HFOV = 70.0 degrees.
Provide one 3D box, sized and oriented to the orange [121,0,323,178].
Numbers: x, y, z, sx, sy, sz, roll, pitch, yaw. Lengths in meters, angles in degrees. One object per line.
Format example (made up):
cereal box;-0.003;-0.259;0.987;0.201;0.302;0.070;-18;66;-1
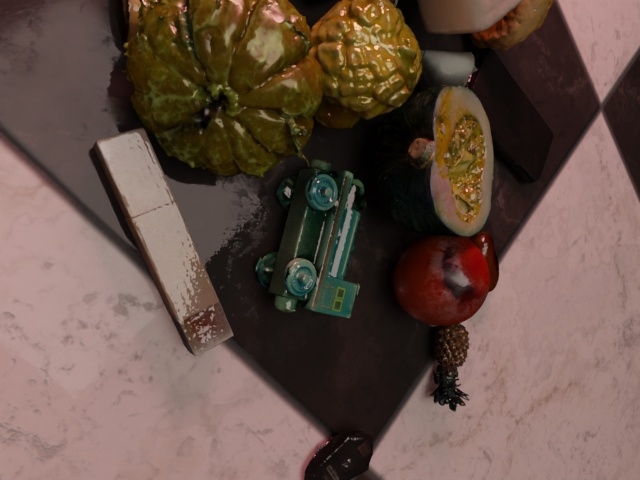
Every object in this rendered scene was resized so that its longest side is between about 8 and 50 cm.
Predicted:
orange;-0.146;-0.242;0.716;0.301;0.223;0.300;-14;116;8

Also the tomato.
tomato;0.267;0.082;1.001;0.208;0.184;0.208;6;64;-13

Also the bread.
bread;0.439;-0.569;1.066;0.134;0.244;0.244;-14;100;-22

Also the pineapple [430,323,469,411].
pineapple;0.316;0.293;1.104;0.083;0.103;0.221;4;89;-32

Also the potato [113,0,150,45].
potato;-0.270;-0.363;0.735;0.103;0.066;0.096;-15;104;-32

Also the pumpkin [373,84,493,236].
pumpkin;0.212;-0.157;0.950;0.263;0.197;0.293;9;84;-46

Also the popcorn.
popcorn;0.070;-0.320;0.847;0.237;0.251;0.206;-44;99;-8

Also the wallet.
wallet;0.507;-0.317;1.219;0.377;0.051;0.197;35;72;-29

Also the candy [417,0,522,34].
candy;0.253;-0.563;0.781;0.208;0.145;0.359;-36;127;-13

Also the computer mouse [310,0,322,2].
computer mouse;0.046;-0.559;0.806;0.100;0.269;0.170;43;72;13

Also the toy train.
toy train;0.000;0.000;0.893;0.194;0.120;0.298;19;83;-38

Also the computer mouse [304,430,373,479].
computer mouse;0.037;0.465;0.972;0.172;0.057;0.099;-32;110;-14

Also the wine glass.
wine glass;0.200;-0.406;0.976;0.232;0.156;0.156;30;77;-26

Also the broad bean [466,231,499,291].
broad bean;0.408;0.058;1.159;0.114;0.084;0.165;-46;120;-24

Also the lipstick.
lipstick;-0.255;0.007;0.755;0.080;0.076;0.371;-26;106;-26
